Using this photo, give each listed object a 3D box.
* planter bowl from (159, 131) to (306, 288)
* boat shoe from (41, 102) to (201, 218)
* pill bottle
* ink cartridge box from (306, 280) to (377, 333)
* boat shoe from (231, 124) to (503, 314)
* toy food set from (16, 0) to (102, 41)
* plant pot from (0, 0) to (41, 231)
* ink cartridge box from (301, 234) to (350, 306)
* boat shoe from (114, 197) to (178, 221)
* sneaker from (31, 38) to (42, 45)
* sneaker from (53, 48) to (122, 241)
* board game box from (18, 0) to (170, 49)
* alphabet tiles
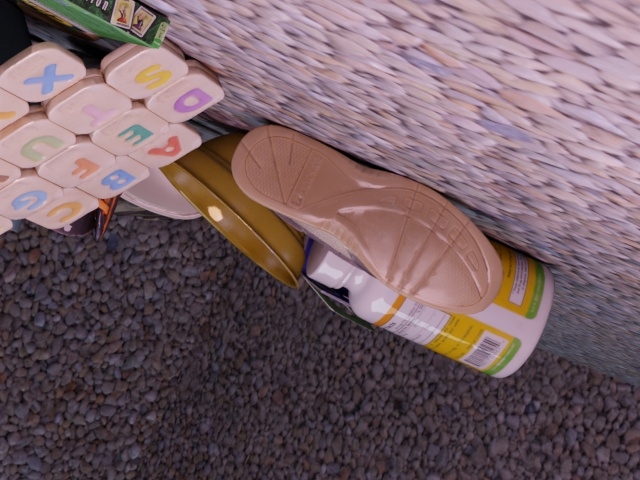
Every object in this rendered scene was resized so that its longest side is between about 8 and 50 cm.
[{"bbox_3d":[-0.075,-0.052,1.794,0.217,0.090,0.217,42,172,7],"label":"planter bowl"},{"bbox_3d":[-0.267,-0.140,1.944,0.335,0.112,0.095,29,-166,-8],"label":"boat shoe"},{"bbox_3d":[0.115,0.042,1.779,0.246,0.136,0.136,24,177,-12],"label":"pill bottle"},{"bbox_3d":[-0.007,0.016,2.279,0.235,0.056,0.171,46,-173,26],"label":"ink cartridge box"},{"bbox_3d":[0.048,-0.022,1.602,0.285,0.103,0.092,27,-178,4],"label":"boat shoe"},{"bbox_3d":[-0.214,-0.188,1.361,0.082,0.020,0.083,25,177,-26],"label":"toy food set"},{"bbox_3d":[-0.379,-0.153,1.550,0.290,0.195,0.290,24,177,1],"label":"plant pot"},{"bbox_3d":[0.000,0.000,1.976,0.176,0.069,0.371,26,-170,-33],"label":"ink cartridge box"},{"bbox_3d":[-0.258,-0.079,2.579,0.130,0.132,0.355,25,178,-19],"label":"boat shoe"},{"bbox_3d":[-0.307,-0.180,1.794,0.061,0.065,0.158,22,177,31],"label":"sneaker"},{"bbox_3d":[-0.234,-0.089,1.727,0.124,0.180,0.321,23,177,1],"label":"sneaker"},{"bbox_3d":[-0.243,-0.208,1.177,0.260,0.030,0.136,26,174,-41],"label":"board game box"},{"bbox_3d":[-0.224,-0.077,1.388,0.021,0.284,0.278,64,-167,21],"label":"alphabet tiles"}]
